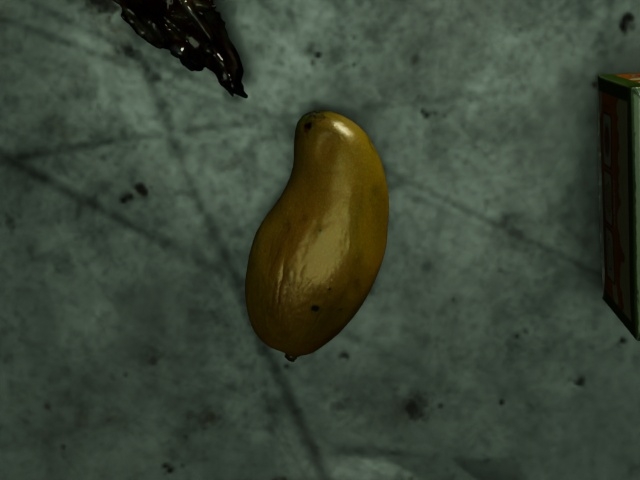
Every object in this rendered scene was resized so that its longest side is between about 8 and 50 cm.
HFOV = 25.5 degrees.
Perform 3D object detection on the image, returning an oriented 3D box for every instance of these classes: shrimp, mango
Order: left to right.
[{"bbox_3d":[-0.097,-0.252,1.012,0.178,0.075,0.289,-34,87,6],"label":"shrimp"},{"bbox_3d":[0.000,0.000,1.061,0.098,0.075,0.190,15,97,-8],"label":"mango"}]

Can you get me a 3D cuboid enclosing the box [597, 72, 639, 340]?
[{"bbox_3d":[0.304,-0.033,1.007,0.195,0.148,0.177,-3,99,2],"label":"box"}]
